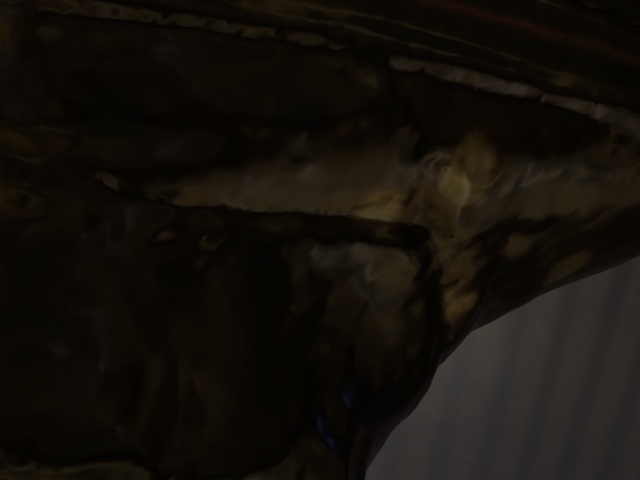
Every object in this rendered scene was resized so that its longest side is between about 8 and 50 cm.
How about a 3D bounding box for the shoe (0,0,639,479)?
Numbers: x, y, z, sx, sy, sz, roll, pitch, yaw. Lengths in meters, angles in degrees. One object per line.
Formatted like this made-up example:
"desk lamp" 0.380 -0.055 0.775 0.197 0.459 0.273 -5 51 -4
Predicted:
"shoe" 0.000 0.000 0.588 0.384 0.171 0.237 6 -78 -46
